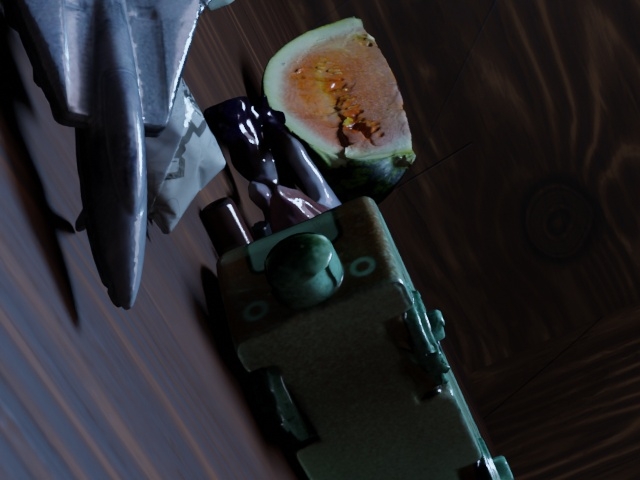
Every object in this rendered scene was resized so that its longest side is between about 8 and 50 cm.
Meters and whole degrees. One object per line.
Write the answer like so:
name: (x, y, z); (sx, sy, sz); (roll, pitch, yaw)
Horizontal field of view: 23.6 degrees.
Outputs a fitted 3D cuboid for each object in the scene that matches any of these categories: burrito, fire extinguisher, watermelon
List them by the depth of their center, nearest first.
burrito: (-0.110, -0.095, 0.836); (0.064, 0.064, 0.203); (-105, 170, -57)
fire extinguisher: (-0.043, 0.015, 1.078); (0.100, 0.046, 0.032); (63, 19, -14)
watermelon: (-0.008, -0.143, 1.716); (0.128, 0.159, 0.303); (29, 27, -27)

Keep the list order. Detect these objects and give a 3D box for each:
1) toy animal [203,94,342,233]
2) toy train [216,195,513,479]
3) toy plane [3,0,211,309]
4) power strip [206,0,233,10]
toy animal: (0.007, 0.019, 1.302); (0.324, 0.090, 0.195); (62, 6, -18)
toy train: (0.035, 0.103, 1.036); (0.159, 0.129, 0.326); (-111, 175, -51)
toy plane: (-0.105, -0.090, 0.718); (0.088, 0.212, 0.267); (-29, -120, 55)
power strip: (-0.145, -0.359, 1.688); (0.270, 0.046, 0.118); (-109, 175, -49)
